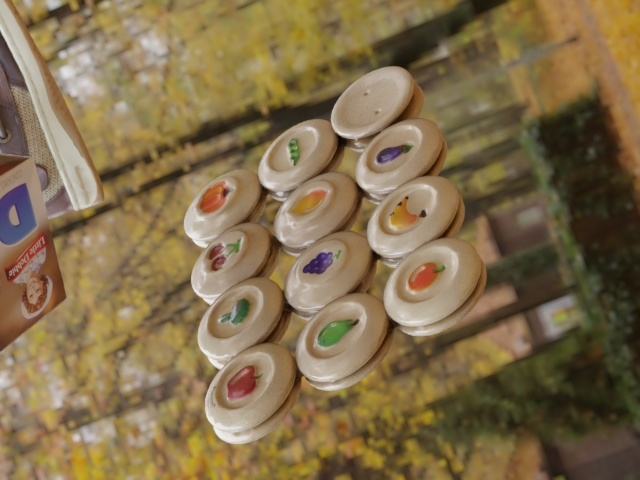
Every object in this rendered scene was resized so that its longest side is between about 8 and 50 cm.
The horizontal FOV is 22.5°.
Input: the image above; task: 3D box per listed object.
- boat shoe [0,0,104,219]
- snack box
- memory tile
[{"bbox_3d":[-0.258,-0.122,1.227,0.103,0.092,0.285,46,165,49],"label":"boat shoe"},{"bbox_3d":[-0.156,0.035,0.559,0.178,0.022,0.064,-43,-48,-48],"label":"snack box"},{"bbox_3d":[0.000,0.000,0.588,0.012,0.113,0.148,50,-164,-35],"label":"memory tile"}]
